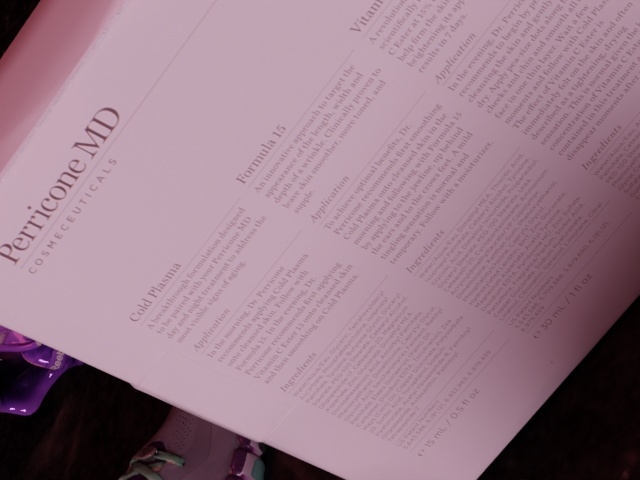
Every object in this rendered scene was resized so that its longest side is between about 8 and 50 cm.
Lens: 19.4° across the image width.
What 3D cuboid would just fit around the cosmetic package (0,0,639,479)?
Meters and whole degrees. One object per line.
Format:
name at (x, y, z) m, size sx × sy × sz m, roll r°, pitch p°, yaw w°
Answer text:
cosmetic package at (0.045, -0.081, 0.800) m, size 0.377 × 0.284 × 0.097 m, roll -51°, pitch 32°, yaw 20°

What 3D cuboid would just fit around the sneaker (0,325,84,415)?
sneaker at (-0.177, 0.031, 1.270) m, size 0.236 × 0.095 × 0.104 m, roll -52°, pitch 38°, yaw 28°

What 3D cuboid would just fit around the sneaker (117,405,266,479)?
sneaker at (-0.097, 0.160, 1.022) m, size 0.083 × 0.098 × 0.223 m, roll -22°, pitch 50°, yaw 50°
